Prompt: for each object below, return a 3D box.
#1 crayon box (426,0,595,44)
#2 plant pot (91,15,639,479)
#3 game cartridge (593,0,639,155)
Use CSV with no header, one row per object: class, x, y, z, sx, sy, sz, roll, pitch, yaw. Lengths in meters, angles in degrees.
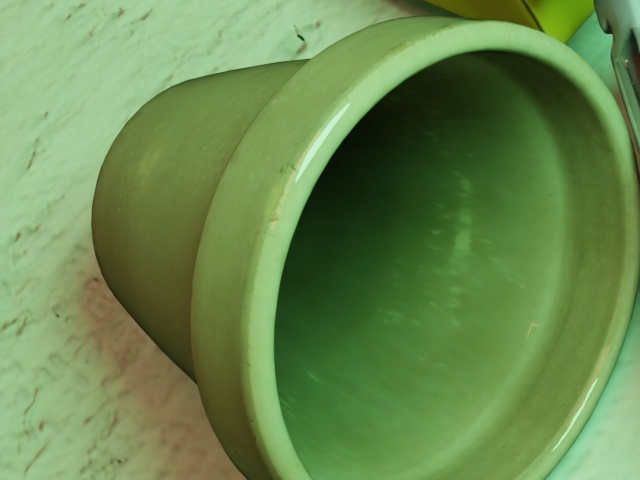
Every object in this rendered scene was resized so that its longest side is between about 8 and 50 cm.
crayon box,0.115,-0.236,1.059,0.203,0.083,0.323,-48,41,-9
plant pot,0.000,0.000,0.932,0.229,0.263,0.263,20,70,47
game cartridge,0.283,0.000,0.855,0.230,0.068,0.355,-5,57,-9
